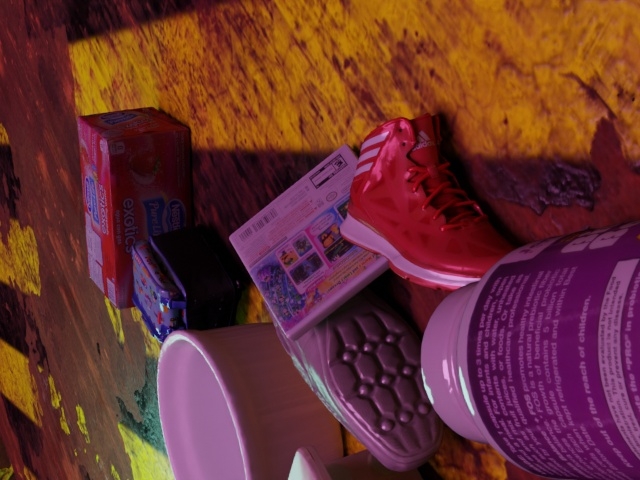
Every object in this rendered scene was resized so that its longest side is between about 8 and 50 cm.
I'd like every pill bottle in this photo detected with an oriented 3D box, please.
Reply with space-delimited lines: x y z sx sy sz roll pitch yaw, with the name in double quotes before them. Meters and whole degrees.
"pill bottle" 0.193 0.073 0.708 0.301 0.169 0.169 -16 87 62

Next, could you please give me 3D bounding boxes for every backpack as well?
"backpack" -0.183 0.088 1.493 0.158 0.117 0.173 53 147 41

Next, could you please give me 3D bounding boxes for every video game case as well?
"video game case" 0.000 0.000 1.096 0.143 0.157 0.019 57 -171 35

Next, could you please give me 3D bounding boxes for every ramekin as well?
"ramekin" -0.086 0.230 1.343 0.277 0.135 0.277 32 128 55

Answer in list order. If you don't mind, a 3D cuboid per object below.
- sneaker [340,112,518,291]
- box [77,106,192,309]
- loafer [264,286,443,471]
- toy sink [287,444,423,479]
"sneaker" 0.094 -0.039 0.947 0.221 0.087 0.128 22 114 47
"box" -0.261 -0.048 1.575 0.128 0.123 0.257 34 130 53
"loafer" 0.025 0.106 1.126 0.111 0.112 0.319 91 155 -49
"toy sink" 0.048 0.306 1.124 0.153 0.131 0.234 58 152 33
